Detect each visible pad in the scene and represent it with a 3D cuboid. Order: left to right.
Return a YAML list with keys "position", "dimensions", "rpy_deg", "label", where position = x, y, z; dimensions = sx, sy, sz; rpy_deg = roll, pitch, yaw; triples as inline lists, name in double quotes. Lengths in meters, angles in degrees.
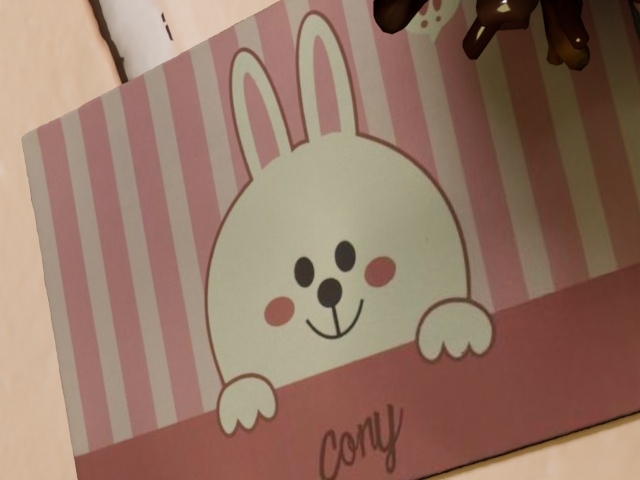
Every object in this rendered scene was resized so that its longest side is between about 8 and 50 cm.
- position: [0.000, 0.000, 0.696]
  dimensions: [0.299, 0.005, 0.202]
  rpy_deg: [-22, 72, 35]
  label: "pad"

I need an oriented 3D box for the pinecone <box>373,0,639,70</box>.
- position: [0.052, -0.194, 0.534]
  dimensions: [0.246, 0.246, 0.292]
  rpy_deg: [-3, 94, 38]
  label: "pinecone"
